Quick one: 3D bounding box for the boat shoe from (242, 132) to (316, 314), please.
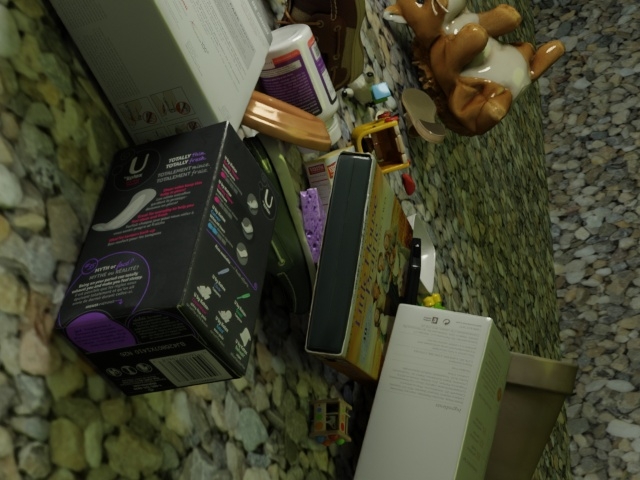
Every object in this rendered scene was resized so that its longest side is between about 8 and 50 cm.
[{"bbox_3d":[-0.079,-0.010,1.465,0.116,0.099,0.320,-128,-160,-51],"label":"boat shoe"}]

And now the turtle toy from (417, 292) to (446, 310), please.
[{"bbox_3d":[0.236,0.165,2.116,0.130,0.066,0.095,-15,85,-68],"label":"turtle toy"}]

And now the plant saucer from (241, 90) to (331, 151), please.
[{"bbox_3d":[-0.074,-0.180,1.408,0.200,0.200,0.037,-4,118,-67],"label":"plant saucer"}]

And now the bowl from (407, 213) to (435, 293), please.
[{"bbox_3d":[0.196,0.034,2.104,0.142,0.053,0.142,57,31,-41],"label":"bowl"}]

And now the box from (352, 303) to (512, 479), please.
[{"bbox_3d":[0.195,0.312,1.691,0.215,0.168,0.346,51,52,-60],"label":"box"}]

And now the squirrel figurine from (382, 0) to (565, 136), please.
[{"bbox_3d":[0.309,-0.443,2.340,0.370,0.281,0.397,45,-17,-1],"label":"squirrel figurine"}]

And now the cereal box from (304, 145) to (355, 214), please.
[{"bbox_3d":[0.046,-0.042,1.795,0.173,0.047,0.240,-33,109,-67],"label":"cereal box"}]

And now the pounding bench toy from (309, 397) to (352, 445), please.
[{"bbox_3d":[0.023,0.297,1.584,0.083,0.052,0.065,44,41,-53],"label":"pounding bench toy"}]

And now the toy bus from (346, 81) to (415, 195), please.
[{"bbox_3d":[0.105,-0.185,1.921,0.202,0.104,0.191,75,-3,-56],"label":"toy bus"}]

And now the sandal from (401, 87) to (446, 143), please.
[{"bbox_3d":[0.224,-0.267,2.286,0.240,0.088,0.079,-104,-149,-55],"label":"sandal"}]

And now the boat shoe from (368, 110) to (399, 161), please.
[{"bbox_3d":[0.135,-0.226,2.081,0.152,0.049,0.056,-77,148,-43],"label":"boat shoe"}]

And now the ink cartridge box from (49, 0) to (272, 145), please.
[{"bbox_3d":[-0.197,-0.302,1.244,0.272,0.130,0.310,-75,146,-49],"label":"ink cartridge box"}]

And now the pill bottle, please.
[{"bbox_3d":[-0.034,-0.245,1.624,0.108,0.108,0.194,-66,139,-54],"label":"pill bottle"}]

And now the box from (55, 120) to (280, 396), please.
[{"bbox_3d":[-0.164,0.019,1.132,0.143,0.165,0.270,56,33,-42],"label":"box"}]

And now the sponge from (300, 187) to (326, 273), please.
[{"bbox_3d":[0.000,0.000,1.601,0.210,0.031,0.117,67,13,-76],"label":"sponge"}]

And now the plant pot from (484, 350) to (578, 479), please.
[{"bbox_3d":[0.347,0.365,2.035,0.323,0.323,0.281,23,75,-63],"label":"plant pot"}]

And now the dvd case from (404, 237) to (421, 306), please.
[{"bbox_3d":[0.172,0.106,1.898,0.253,0.022,0.181,-63,161,-77],"label":"dvd case"}]

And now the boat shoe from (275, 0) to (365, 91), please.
[{"bbox_3d":[-0.007,-0.361,1.667,0.123,0.123,0.342,-45,156,-19],"label":"boat shoe"}]

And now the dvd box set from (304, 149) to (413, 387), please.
[{"bbox_3d":[0.076,0.066,1.616,0.420,0.062,0.308,49,48,-70],"label":"dvd box set"}]

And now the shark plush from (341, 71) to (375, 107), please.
[{"bbox_3d":[0.086,-0.317,2.008,0.161,0.073,0.067,23,29,-58],"label":"shark plush"}]
